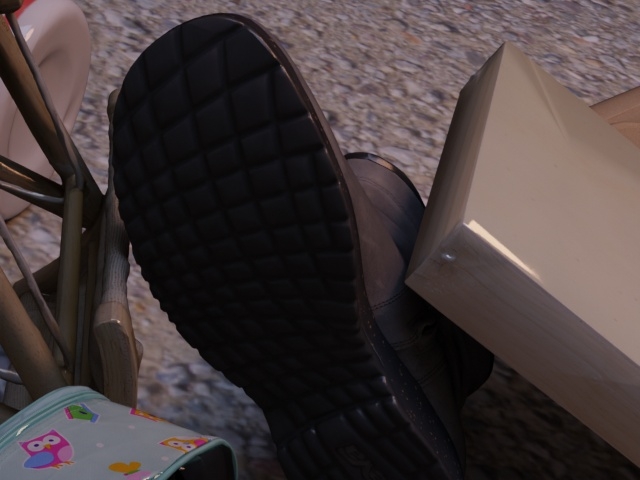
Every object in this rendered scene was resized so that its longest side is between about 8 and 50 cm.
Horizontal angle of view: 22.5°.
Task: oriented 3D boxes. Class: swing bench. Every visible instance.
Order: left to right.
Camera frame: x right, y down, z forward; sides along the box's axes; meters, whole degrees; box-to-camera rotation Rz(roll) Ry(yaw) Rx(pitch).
[{"bbox_3d":[-0.189,-0.015,0.848,0.254,0.165,0.253,45,17,-28],"label":"swing bench"}]

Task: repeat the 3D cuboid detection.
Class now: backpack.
[{"bbox_3d":[-0.113,0.155,0.667,0.144,0.188,0.166,27,32,19],"label":"backpack"}]

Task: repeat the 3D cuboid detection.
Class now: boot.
[{"bbox_3d":[0.000,0.000,0.908,0.118,0.338,0.222,-13,26,17],"label":"boot"}]

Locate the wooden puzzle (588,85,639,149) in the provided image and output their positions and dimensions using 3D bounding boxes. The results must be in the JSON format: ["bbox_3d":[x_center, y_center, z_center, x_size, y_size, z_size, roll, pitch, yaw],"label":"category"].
[{"bbox_3d":[0.369,-0.033,1.348,0.348,0.080,0.322,27,31,29],"label":"wooden puzzle"}]

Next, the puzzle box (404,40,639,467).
[{"bbox_3d":[0.237,0.070,0.960,0.409,0.052,0.272,39,27,-8],"label":"puzzle box"}]

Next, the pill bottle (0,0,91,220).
[{"bbox_3d":[-0.316,-0.132,1.097,0.283,0.161,0.161,20,29,9],"label":"pill bottle"}]
